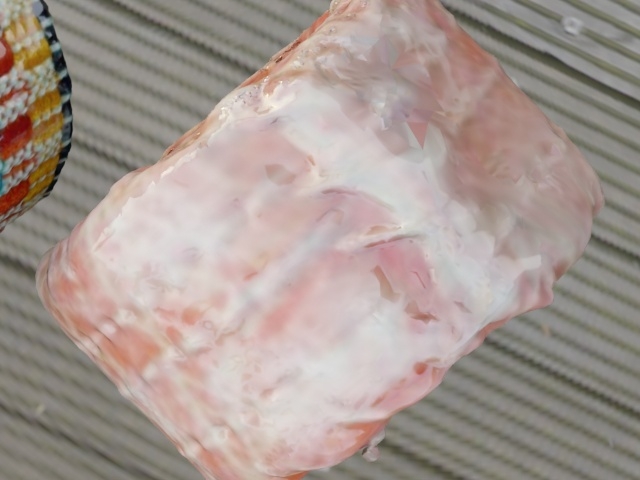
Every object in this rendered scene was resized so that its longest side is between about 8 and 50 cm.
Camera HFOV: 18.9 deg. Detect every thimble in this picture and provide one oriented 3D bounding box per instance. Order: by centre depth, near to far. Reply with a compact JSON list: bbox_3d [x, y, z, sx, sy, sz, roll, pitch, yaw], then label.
[{"bbox_3d":[0.000,0.000,0.888,0.239,0.239,0.162,-39,95,8],"label":"thimble"}]

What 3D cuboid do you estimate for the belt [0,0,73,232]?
[{"bbox_3d":[-0.236,-0.093,0.843,0.257,0.150,0.207,52,137,-4],"label":"belt"}]
